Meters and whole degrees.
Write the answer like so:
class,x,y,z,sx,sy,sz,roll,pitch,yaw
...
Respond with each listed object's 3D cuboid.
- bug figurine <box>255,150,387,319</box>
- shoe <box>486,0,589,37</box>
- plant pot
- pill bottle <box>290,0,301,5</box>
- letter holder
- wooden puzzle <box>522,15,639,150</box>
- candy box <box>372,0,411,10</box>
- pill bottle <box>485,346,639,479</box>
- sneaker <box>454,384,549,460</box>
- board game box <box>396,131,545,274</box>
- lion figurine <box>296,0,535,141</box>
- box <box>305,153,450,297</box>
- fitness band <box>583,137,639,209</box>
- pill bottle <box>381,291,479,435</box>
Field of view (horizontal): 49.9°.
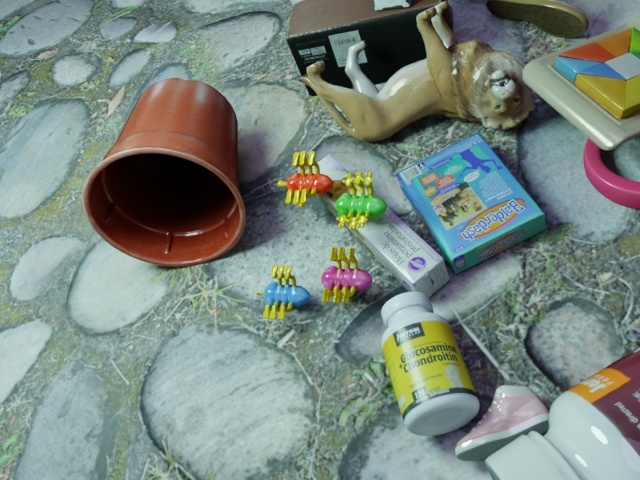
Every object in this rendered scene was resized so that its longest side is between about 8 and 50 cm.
class,x,y,z,sx,sy,sz,roll,pitch,yaw
bug figurine,0.000,0.000,1.105,0.216,0.072,0.279,5,78,37
shoe,0.417,-0.445,1.307,0.219,0.076,0.058,33,77,38
plant pot,-0.262,-0.140,1.249,0.272,0.272,0.265,-13,44,12
pill bottle,0.062,-0.611,1.513,0.283,0.160,0.160,-35,51,-6
letter holder,0.106,-0.442,1.381,0.301,0.152,0.215,-6,52,17
wooden puzzle,0.477,-0.259,1.076,0.238,0.044,0.221,-26,53,-10
candy box,0.122,-0.544,1.225,0.070,0.196,0.165,1,53,23
pill bottle,0.394,0.219,0.736,0.392,0.224,0.224,-30,50,-2
sneaker,0.230,0.235,0.901,0.134,0.051,0.070,-23,49,0
board game box,0.239,-0.065,1.118,0.160,0.047,0.210,-26,50,1
lion figurine,0.164,-0.265,1.233,0.392,0.240,0.142,-17,16,29
box,0.084,-0.029,1.141,0.063,0.067,0.324,-38,52,-6
fitness band,0.556,-0.149,1.056,0.290,0.054,0.209,-15,54,12
pill bottle,0.143,0.166,0.951,0.103,0.103,0.184,-21,51,6
